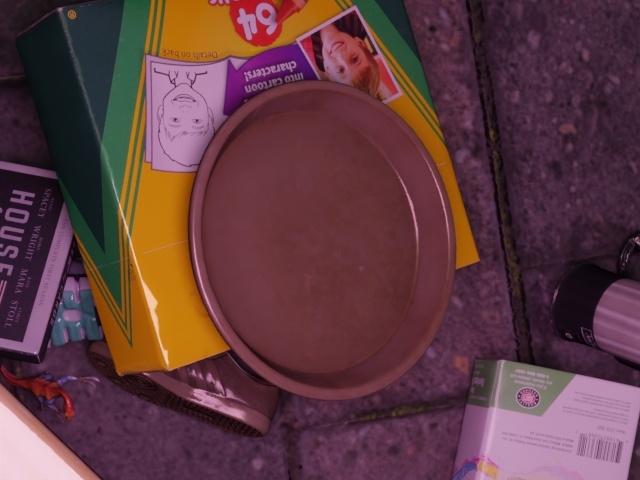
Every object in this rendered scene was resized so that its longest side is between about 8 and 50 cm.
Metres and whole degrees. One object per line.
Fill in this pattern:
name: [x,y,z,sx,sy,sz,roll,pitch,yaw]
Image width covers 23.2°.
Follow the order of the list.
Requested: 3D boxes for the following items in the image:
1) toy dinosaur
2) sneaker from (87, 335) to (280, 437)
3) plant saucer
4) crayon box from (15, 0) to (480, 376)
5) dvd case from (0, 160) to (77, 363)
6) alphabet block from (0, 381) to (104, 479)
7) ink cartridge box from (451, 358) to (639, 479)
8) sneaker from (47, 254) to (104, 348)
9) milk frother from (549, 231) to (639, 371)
toy dinosaur: [-0.251,0.143,1.431,0.090,0.082,0.047,9,86,-12]
sneaker: [-0.127,0.122,1.480,0.188,0.066,0.071,27,63,-13]
plant saucer: [0.000,0.000,1.350,0.278,0.041,0.277,6,79,-34]
crayon box: [-0.055,-0.078,1.413,0.363,0.106,0.313,-18,91,-35]
dvd case: [-0.341,0.004,1.386,0.239,0.029,0.179,10,65,3]
alphabet block: [-0.303,0.230,1.359,0.192,0.193,0.197,-45,98,-10]
ink cartridge box: [0.213,0.233,1.530,0.154,0.093,0.212,12,83,-11]
sneaker: [-0.242,0.048,1.454,0.224,0.098,0.083,3,119,6]
milk frother: [0.327,0.058,1.541,0.129,0.135,0.143,31,83,-41]
